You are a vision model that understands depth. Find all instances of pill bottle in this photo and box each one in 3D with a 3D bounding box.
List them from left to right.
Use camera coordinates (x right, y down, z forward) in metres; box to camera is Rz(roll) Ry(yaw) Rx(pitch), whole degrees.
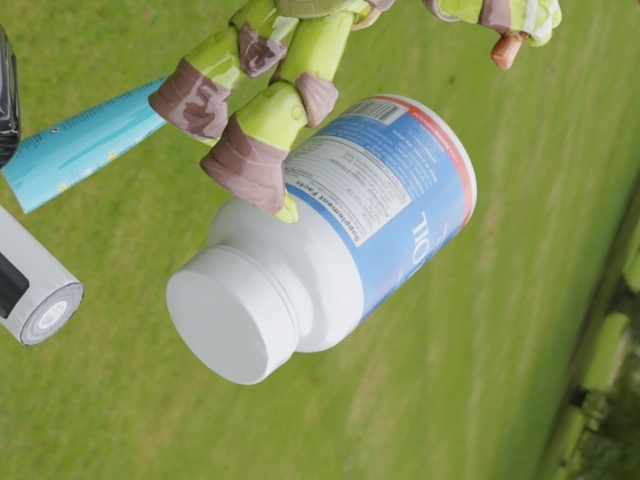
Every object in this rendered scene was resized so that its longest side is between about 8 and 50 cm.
[{"bbox_3d":[0.000,0.000,0.951,0.221,0.124,0.124,-40,150,-35],"label":"pill bottle"}]

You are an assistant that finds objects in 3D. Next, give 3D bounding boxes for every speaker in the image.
[{"bbox_3d":[-0.218,0.004,0.891,0.055,0.136,0.055,-43,164,-16],"label":"speaker"}]

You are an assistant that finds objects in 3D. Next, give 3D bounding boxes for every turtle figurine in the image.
[{"bbox_3d":[0.015,-0.119,0.660,0.217,0.269,0.087,-55,148,13],"label":"turtle figurine"}]

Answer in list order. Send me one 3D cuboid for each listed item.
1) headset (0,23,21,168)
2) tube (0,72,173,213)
[{"bbox_3d":[-0.287,-0.117,0.651,0.394,0.243,0.185,81,3,-76],"label":"headset"},{"bbox_3d":[-0.154,-0.094,1.076,0.207,0.052,0.080,-31,-169,-12],"label":"tube"}]
